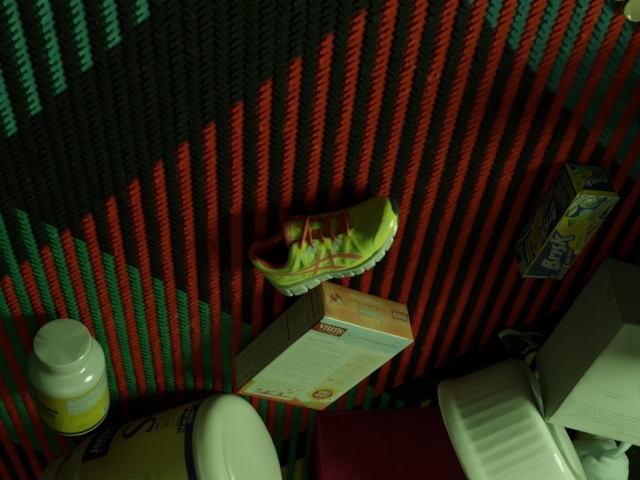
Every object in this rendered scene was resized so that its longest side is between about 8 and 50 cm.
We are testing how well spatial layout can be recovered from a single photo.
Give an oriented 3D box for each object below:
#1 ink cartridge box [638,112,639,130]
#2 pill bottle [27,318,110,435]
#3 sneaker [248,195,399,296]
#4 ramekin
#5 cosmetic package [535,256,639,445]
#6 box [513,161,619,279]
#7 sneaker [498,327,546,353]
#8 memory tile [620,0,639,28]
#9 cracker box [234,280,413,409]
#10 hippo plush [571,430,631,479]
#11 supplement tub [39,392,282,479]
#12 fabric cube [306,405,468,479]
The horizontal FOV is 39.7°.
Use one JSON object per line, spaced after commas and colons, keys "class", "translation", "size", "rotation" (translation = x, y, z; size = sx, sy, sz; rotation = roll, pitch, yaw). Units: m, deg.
{"class": "ink cartridge box", "translation": [0.441, -0.084, 0.921], "size": [0.153, 0.208, 0.087], "rotation": [-9, 143, 3]}
{"class": "pill bottle", "translation": [-0.350, 0.189, 1.234], "size": [0.103, 0.103, 0.184], "rotation": [0, 142, -9]}
{"class": "sneaker", "translation": [0.000, 0.000, 1.066], "size": [0.208, 0.081, 0.094], "rotation": [-30, 135, 28]}
{"class": "ramekin", "translation": [0.306, 0.318, 1.380], "size": [0.135, 0.277, 0.277], "rotation": [-29, 138, 14]}
{"class": "cosmetic package", "translation": [0.462, 0.170, 1.260], "size": [0.224, 0.138, 0.224], "rotation": [16, 129, -8]}
{"class": "box", "translation": [0.303, -0.020, 1.109], "size": [0.059, 0.054, 0.169], "rotation": [3, 142, -13]}
{"class": "sneaker", "translation": [0.311, 0.159, 1.358], "size": [0.083, 0.035, 0.031], "rotation": [9, 140, -20]}
{"class": "memory tile", "translation": [0.354, -0.243, 0.862], "size": [0.113, 0.012, 0.148], "rotation": [-34, 136, 31]}
{"class": "cracker box", "translation": [0.000, 0.157, 1.280], "size": [0.156, 0.067, 0.232], "rotation": [19, 137, -31]}
{"class": "hippo plush", "translation": [0.409, 0.433, 1.559], "size": [0.237, 0.234, 0.294], "rotation": [2, 170, 7]}
{"class": "supplement tub", "translation": [-0.253, 0.397, 1.410], "size": [0.331, 0.241, 0.241], "rotation": [-20, 141, 16]}
{"class": "fabric cube", "translation": [0.119, 0.463, 1.541], "size": [0.259, 0.258, 0.254], "rotation": [-2, 141, -6]}
